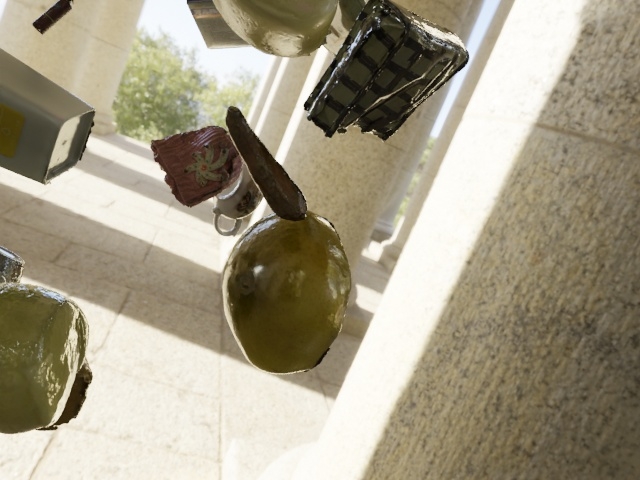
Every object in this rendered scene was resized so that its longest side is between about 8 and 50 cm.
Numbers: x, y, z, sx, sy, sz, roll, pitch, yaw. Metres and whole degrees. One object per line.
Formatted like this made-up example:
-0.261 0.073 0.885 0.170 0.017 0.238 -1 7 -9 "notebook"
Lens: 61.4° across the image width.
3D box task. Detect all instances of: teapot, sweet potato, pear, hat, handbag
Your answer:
-0.263 -0.153 1.764 0.204 0.298 0.139 39 5 42 "teapot"
-0.117 -0.153 1.113 0.273 0.075 0.075 56 5 -8 "sweet potato"
-0.114 0.114 1.252 0.340 0.386 0.191 -2 -9 40 "pear"
-0.299 -0.232 1.474 0.236 0.286 0.107 59 -20 14 "hat"
0.160 -0.397 1.318 0.325 0.327 0.162 -6 54 -52 "handbag"

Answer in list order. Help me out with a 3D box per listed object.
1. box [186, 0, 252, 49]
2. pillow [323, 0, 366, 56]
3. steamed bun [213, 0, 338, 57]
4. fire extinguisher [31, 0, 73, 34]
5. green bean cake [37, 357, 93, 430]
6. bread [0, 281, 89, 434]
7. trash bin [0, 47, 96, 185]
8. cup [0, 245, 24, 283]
-0.327 -0.781 1.852 0.200 0.106 0.299 -3 -11 1 "box"
0.055 -0.608 1.505 0.185 0.075 0.302 49 -12 -22 "pillow"
-0.104 -0.456 1.020 0.273 0.166 0.232 43 -19 -12 "steamed bun"
-0.699 -0.600 1.424 0.056 0.132 0.039 33 -14 37 "fire extinguisher"
-0.768 0.406 1.469 0.230 0.224 0.131 11 28 -43 "green bean cake"
-0.639 0.240 1.136 0.238 0.320 0.320 0 12 -5 "bread"
-0.742 -0.314 1.264 0.368 0.255 0.296 27 22 -8 "trash bin"
-1.004 0.148 1.589 0.301 0.257 0.227 25 -7 44 "cup"
